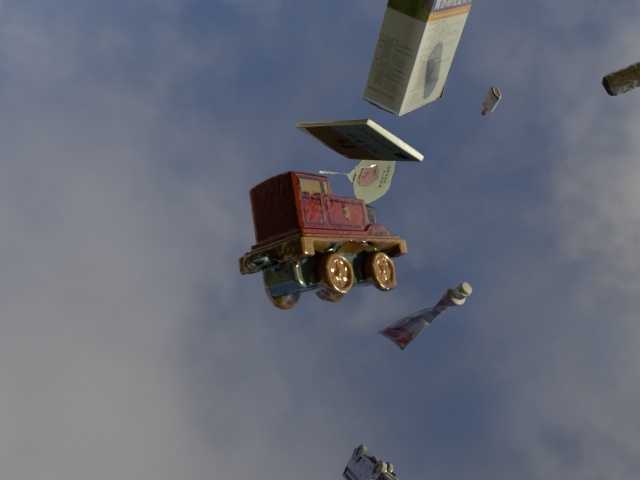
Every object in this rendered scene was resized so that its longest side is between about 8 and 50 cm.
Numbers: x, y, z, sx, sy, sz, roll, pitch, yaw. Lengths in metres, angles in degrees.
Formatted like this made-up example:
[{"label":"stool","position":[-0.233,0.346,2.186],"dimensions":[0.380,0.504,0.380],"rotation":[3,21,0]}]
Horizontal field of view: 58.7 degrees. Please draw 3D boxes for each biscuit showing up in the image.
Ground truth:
[{"label":"biscuit","position":[0.713,-0.363,1.198],"dimensions":[0.219,0.055,0.061],"rotation":[-20,-86,31]}]

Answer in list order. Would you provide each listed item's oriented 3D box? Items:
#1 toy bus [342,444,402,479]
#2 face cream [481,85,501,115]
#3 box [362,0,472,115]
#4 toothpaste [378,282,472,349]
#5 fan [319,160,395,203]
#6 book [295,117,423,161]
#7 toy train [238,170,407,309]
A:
[{"label":"toy bus","position":[0.092,0.401,0.942],"dimensions":[0.073,0.167,0.076],"rotation":[36,-102,-5]},{"label":"face cream","position":[0.414,-0.336,1.391],"dimensions":[0.021,0.083,0.040],"rotation":[-13,-113,-13]},{"label":"box","position":[0.217,-0.442,1.231],"dimensions":[0.106,0.300,0.200],"rotation":[32,-140,23]},{"label":"toothpaste","position":[0.253,0.182,1.370],"dimensions":[0.075,0.301,0.048],"rotation":[17,-130,-23]},{"label":"fan","position":[0.109,-0.188,1.624],"dimensions":[0.010,0.310,0.182],"rotation":[30,-65,41]},{"label":"book","position":[0.054,-0.147,0.840],"dimensions":[0.172,0.118,0.012],"rotation":[13,-100,54]},{"label":"toy train","position":[0.000,0.000,1.052],"dimensions":[0.163,0.369,0.232],"rotation":[-16,-100,38]}]
